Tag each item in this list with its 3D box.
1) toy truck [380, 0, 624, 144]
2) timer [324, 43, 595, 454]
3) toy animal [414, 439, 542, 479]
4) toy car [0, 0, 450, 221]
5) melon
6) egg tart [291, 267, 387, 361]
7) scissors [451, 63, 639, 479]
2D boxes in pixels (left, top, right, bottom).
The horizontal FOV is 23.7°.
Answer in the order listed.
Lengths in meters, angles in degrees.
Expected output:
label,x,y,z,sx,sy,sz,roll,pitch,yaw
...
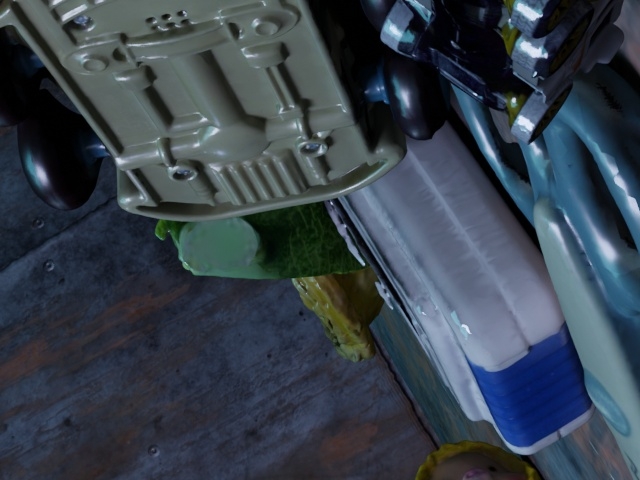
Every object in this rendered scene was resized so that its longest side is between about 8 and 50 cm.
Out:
label,x,y,z,sx,sy,sz,roll,pitch,yaw
toy truck,0.049,-0.071,0.355,0.052,0.063,0.123,37,174,12
timer,0.054,-0.009,0.848,0.253,0.078,0.178,58,178,33
toy animal,0.167,0.293,1.398,0.230,0.156,0.156,61,179,38
toy car,-0.057,-0.138,0.703,0.248,0.204,0.198,61,-159,-62
melon,-0.023,-0.045,1.045,0.196,0.124,0.323,59,-170,-11
egg tart,0.000,0.000,1.647,0.288,0.118,0.288,59,176,7
scissors,0.117,0.044,0.559,0.138,0.041,0.289,43,164,55
